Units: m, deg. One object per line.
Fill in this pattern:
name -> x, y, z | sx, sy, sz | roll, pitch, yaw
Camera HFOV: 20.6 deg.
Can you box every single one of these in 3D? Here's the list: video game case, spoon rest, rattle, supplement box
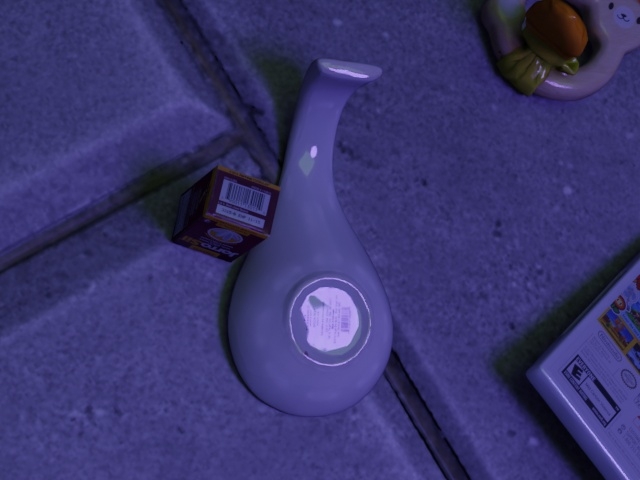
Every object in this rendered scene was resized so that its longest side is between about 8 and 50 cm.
video game case -> 0.297, 0.139, 1.465 | 0.227, 0.026, 0.206 | 52, 53, -3
spoon rest -> 0.000, 0.000, 1.380 | 0.137, 0.084, 0.276 | 7, 86, -20
rattle -> 0.248, -0.208, 1.506 | 0.200, 0.142, 0.130 | -16, 63, -20
supplement box -> -0.073, -0.020, 1.338 | 0.055, 0.083, 0.043 | 19, 69, -17
